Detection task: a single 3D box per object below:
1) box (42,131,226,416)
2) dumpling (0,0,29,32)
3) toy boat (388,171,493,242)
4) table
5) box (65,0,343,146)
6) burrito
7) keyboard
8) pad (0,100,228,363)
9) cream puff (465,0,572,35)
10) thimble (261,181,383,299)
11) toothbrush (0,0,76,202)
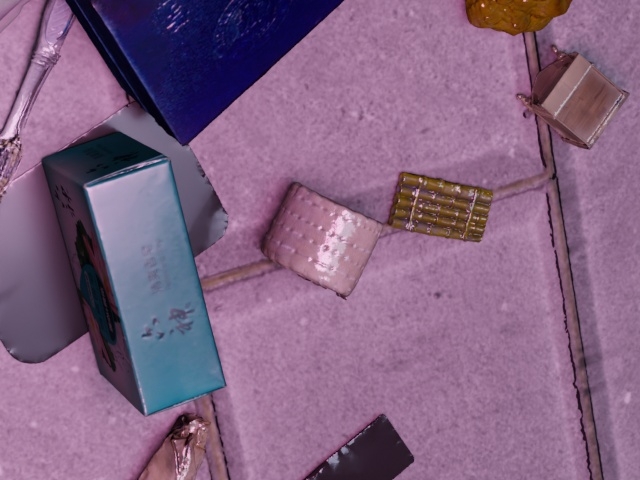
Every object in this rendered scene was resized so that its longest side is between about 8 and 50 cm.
[{"bbox_3d":[-0.183,0.031,1.863,0.092,0.153,0.245,-20,108,-18],"label":"box"},{"bbox_3d":[-0.374,-0.224,1.763,0.216,0.149,0.105,7,62,-31],"label":"dumpling"},{"bbox_3d":[0.130,-0.035,2.062,0.115,0.016,0.063,10,98,-25],"label":"toy boat"},{"bbox_3d":[0.272,-0.157,2.067,0.083,0.062,0.079,37,87,-26],"label":"table"},{"bbox_3d":[-0.101,-0.261,1.773,0.261,0.116,0.279,-42,153,-7],"label":"box"},{"bbox_3d":[-0.182,0.283,1.982,0.058,0.063,0.229,35,89,2],"label":"burrito"},{"bbox_3d":[0.012,0.276,2.091,0.196,0.015,0.074,-39,118,-10],"label":"keyboard"},{"bbox_3d":[-0.233,-0.009,1.919,0.267,0.004,0.181,-35,113,-13],"label":"pad"},{"bbox_3d":[0.213,-0.279,1.985,0.146,0.116,0.146,-4,102,-20],"label":"cream puff"},{"bbox_3d":[0.000,0.000,1.960,0.102,0.115,0.090,25,91,-24],"label":"thimble"},{"bbox_3d":[-0.246,-0.229,1.841,0.035,0.042,0.413,21,92,-26],"label":"toothbrush"}]
